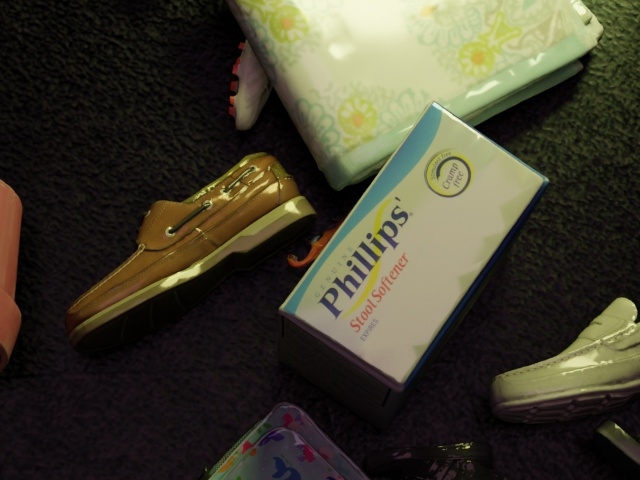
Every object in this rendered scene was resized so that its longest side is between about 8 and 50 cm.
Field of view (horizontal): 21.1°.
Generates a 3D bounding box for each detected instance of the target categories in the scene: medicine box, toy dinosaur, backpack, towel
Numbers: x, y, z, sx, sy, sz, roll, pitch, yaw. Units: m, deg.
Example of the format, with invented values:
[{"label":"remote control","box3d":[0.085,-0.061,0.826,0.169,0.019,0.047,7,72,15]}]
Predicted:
[{"label":"medicine box","box3d":[0.088,0.036,1.781,0.149,0.289,0.263,34,78,6]},{"label":"toy dinosaur","box3d":[0.000,0.000,1.903,0.047,0.090,0.082,38,46,22]},{"label":"backpack","box3d":[-0.050,0.321,1.770,0.253,0.191,0.225,-44,83,-6]},{"label":"towel","box3d":[0.097,-0.270,1.933,0.374,0.090,0.320,-28,83,-18]}]

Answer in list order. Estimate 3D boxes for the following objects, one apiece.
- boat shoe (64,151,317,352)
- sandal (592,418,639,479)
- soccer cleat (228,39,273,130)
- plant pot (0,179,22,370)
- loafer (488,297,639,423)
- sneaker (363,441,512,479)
[{"label":"boat shoe","box3d":[-0.157,0.012,1.880,0.307,0.110,0.104,-30,76,-18]},{"label":"sandal","box3d":[0.403,0.261,1.846,0.254,0.097,0.054,32,79,-5]},{"label":"soccer cleat","box3d":[-0.055,-0.215,1.952,0.076,0.068,0.196,13,74,-2]},{"label":"plant pot","box3d":[-0.404,0.024,1.827,0.201,0.201,0.180,12,61,1]},{"label":"loafer","box3d":[0.328,0.121,1.869,0.319,0.112,0.111,-13,72,-13]},{"label":"sneaker","box3d":[0.135,0.266,1.851,0.170,0.051,0.089,-5,73,-6]}]
